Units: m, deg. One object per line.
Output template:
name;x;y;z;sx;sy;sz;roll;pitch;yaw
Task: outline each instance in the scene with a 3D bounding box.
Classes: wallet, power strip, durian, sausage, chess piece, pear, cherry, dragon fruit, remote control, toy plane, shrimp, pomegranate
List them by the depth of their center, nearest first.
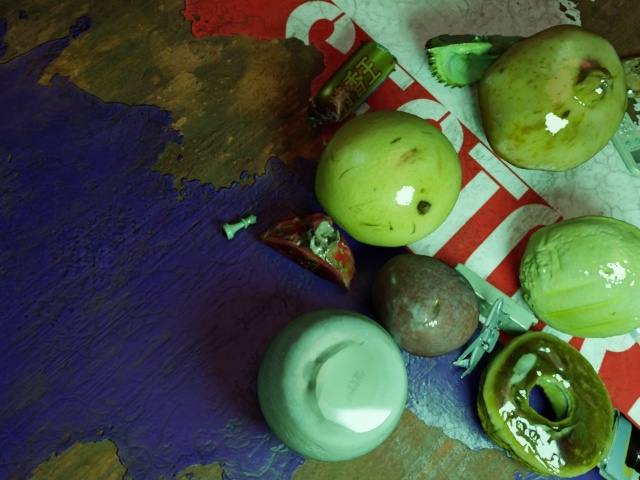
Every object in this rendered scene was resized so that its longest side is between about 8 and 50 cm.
cherry;0.241;0.156;1.376;0.261;0.307;0.221;29;108;2
wallet;0.757;0.532;1.406;0.231;0.069;0.170;40;64;-13
toy plane;0.393;0.235;1.413;0.058;0.226;0.225;42;31;29
pear;0.159;-0.147;1.424;0.347;0.348;0.349;2;72;-8
dragon fruit;0.000;0.000;1.424;0.262;0.211;0.134;31;78;-4
chess piece;-0.202;-0.040;1.487;0.093;0.042;0.042;-28;79;-20
power strip;0.442;0.165;1.491;0.288;0.093;0.053;36;68;4
pomegranate;0.608;-0.362;1.513;0.409;0.410;0.411;2;72;-8
sausage;0.067;-0.412;1.602;0.125;0.117;0.317;39;71;9
durian;0.454;-0.549;1.663;0.393;0.198;0.163;-9;73;-13
remote control;0.902;-0.288;1.731;0.078;0.042;0.222;-18;77;-15
shrimp;1.022;-0.518;1.816;0.287;0.063;0.152;-16;64;-12

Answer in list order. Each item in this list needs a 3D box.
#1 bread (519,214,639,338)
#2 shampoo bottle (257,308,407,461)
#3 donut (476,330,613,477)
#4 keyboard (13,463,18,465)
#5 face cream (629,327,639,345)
bread;0.657;0.092;1.436;0.320;0.321;0.238;16;57;-3
shampoo bottle;0.026;0.305;1.266;0.322;0.317;0.323;2;71;-6
donut;0.521;0.394;1.410;0.329;0.160;0.330;7;61;-12
keyboard;-0.721;0.645;1.191;0.103;0.041;0.381;29;71;1
face cream;0.823;0.190;1.562;0.084;0.057;0.198;-33;82;-16
